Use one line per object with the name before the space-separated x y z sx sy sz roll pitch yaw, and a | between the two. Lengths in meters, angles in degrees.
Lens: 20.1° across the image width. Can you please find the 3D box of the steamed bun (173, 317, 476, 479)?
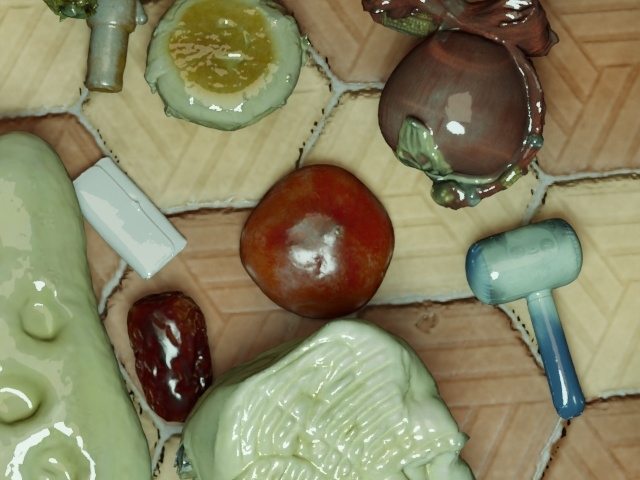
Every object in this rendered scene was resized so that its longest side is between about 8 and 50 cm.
steamed bun | -0.008 0.233 1.660 0.275 0.206 0.320 25 79 -12

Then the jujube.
jujube | -0.142 0.113 1.741 0.077 0.077 0.129 -12 87 -4

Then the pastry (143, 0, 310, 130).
pastry | -0.094 -0.183 1.789 0.166 0.088 0.166 1 79 -5

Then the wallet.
wallet | -0.193 -0.022 1.789 0.061 0.025 0.122 -42 83 -15

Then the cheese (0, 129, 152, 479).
cheese | -0.272 0.106 1.710 0.328 0.129 0.351 33 82 7

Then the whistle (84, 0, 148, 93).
whistle | -0.207 -0.256 1.815 0.107 0.057 0.220 7 82 0

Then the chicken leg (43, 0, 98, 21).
chicken leg | -0.289 -0.295 1.790 0.103 0.088 0.227 -38 72 22

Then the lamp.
lamp | 0.127 -0.149 1.760 0.215 0.151 0.223 18 74 16

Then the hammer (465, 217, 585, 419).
hammer | 0.217 0.081 1.762 0.116 0.069 0.194 -16 85 -5

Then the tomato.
tomato | 0.000 0.000 1.767 0.156 0.069 0.155 0 81 -2
